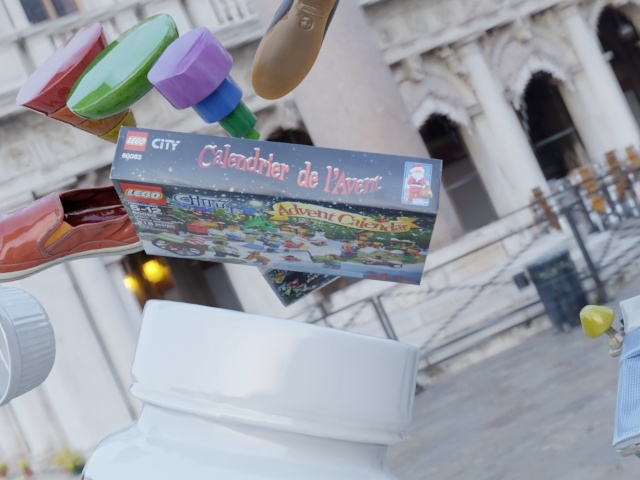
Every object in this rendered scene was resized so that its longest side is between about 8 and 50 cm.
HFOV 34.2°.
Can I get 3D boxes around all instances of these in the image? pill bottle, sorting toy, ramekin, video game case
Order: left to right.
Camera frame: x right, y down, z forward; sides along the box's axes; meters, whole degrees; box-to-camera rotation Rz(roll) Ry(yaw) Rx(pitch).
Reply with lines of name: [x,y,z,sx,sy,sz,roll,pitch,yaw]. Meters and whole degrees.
ramekin: [-0.547,0.175,1.783,0.207,0.207,0.109,-25,-5,40]
sorting toy: [-0.167,-0.132,1.008,0.127,0.126,0.366,-52,32,-18]
pill bottle: [-0.060,0.246,0.679,0.224,0.392,0.224,11,-7,1]
video game case: [0.000,0.000,1.455,0.190,0.022,0.173,-30,-39,0]

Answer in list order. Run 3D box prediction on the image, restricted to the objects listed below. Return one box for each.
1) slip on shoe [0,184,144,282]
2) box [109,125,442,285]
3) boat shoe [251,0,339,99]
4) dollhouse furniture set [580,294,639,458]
slip on shoe: [-0.396,-0.021,1.510,0.331,0.123,0.101,-12,-45,-20]
box: [-0.030,-0.022,0.802,0.233,0.044,0.159,6,-20,3]
boat shoe: [-0.024,-0.271,1.318,0.207,0.073,0.073,-60,8,4]
dollhouse furniture set: [0.359,0.115,1.057,0.303,0.198,0.286,-29,29,44]
